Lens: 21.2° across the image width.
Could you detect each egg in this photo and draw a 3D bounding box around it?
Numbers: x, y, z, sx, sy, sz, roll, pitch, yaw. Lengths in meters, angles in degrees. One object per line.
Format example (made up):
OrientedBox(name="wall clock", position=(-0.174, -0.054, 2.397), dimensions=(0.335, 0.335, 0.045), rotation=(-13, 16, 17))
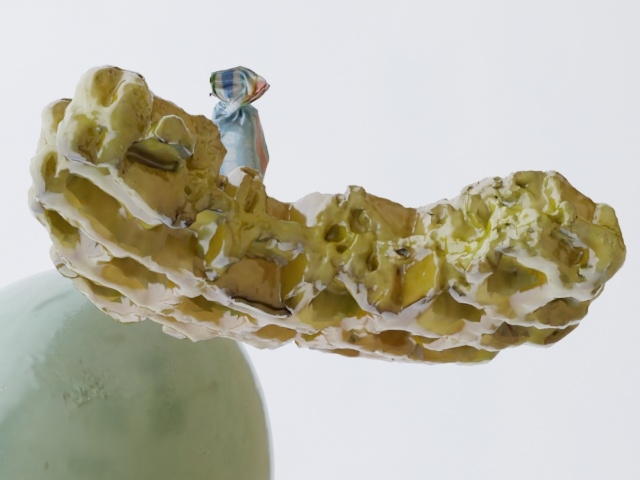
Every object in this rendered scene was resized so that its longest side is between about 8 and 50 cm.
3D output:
OrientedBox(name="egg", position=(-0.180, 0.197, 1.105), dimensions=(0.389, 0.276, 0.276), rotation=(-63, -27, 4))

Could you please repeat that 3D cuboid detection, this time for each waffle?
OrientedBox(name="waffle", position=(-0.001, 0.003, 0.564), dimensions=(0.149, 0.194, 0.051), rotation=(92, -172, -68))

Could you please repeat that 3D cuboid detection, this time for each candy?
OrientedBox(name="candy", position=(-0.034, -0.040, 0.756), dimensions=(0.020, 0.030, 0.083), rotation=(-80, -12, -55))
